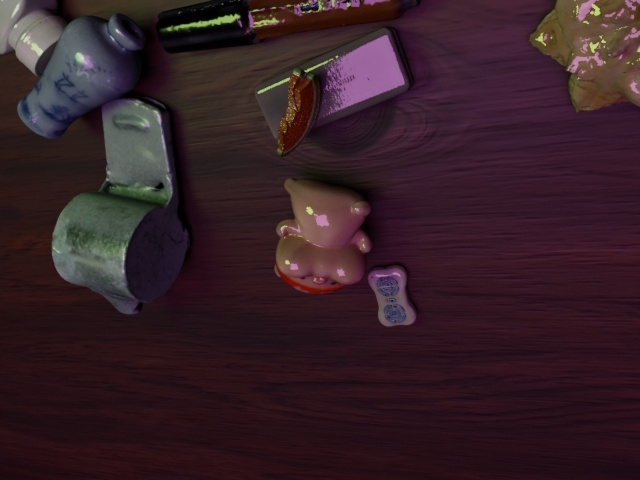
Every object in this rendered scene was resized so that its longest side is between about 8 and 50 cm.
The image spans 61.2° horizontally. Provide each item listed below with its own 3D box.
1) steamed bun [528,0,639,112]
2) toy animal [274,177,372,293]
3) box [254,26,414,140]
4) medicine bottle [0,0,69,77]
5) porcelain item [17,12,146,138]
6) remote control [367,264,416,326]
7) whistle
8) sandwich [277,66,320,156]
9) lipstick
[{"bbox_3d":[0.417,-0.280,0.668,0.295,0.137,0.292,-6,115,19],"label":"steamed bun"},{"bbox_3d":[0.000,0.000,0.928,0.171,0.171,0.197,15,115,11],"label":"toy animal"},{"bbox_3d":[0.019,-0.245,0.861,0.244,0.055,0.103,-16,108,25],"label":"box"},{"bbox_3d":[-0.562,-0.427,0.938,0.296,0.111,0.161,46,125,-8],"label":"medicine bottle"},{"bbox_3d":[-0.408,-0.283,0.929,0.259,0.141,0.141,-32,101,21],"label":"porcelain item"},{"bbox_3d":[0.133,0.104,1.002,0.074,0.032,0.122,-10,110,23],"label":"remote control"},{"bbox_3d":[-0.357,-0.059,1.034,0.168,0.188,0.404,12,85,18],"label":"whistle"},{"bbox_3d":[-0.037,-0.194,0.834,0.029,0.067,0.135,33,112,27],"label":"sandwich"},{"bbox_3d":[-0.059,-0.348,0.828,0.418,0.077,0.077,-2,114,19],"label":"lipstick"}]
